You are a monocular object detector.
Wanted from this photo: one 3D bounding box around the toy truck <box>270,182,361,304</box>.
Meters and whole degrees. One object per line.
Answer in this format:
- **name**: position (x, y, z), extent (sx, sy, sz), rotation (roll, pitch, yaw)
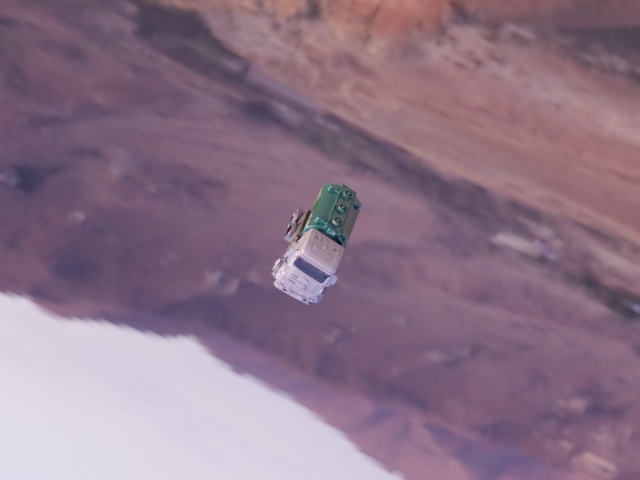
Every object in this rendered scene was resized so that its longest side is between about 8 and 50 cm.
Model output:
- **toy truck**: position (0.000, 0.000, 1.040), extent (0.039, 0.044, 0.083), rotation (33, -144, -8)
